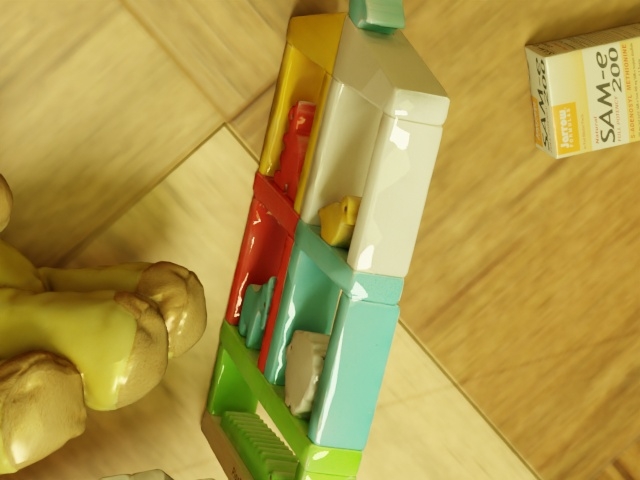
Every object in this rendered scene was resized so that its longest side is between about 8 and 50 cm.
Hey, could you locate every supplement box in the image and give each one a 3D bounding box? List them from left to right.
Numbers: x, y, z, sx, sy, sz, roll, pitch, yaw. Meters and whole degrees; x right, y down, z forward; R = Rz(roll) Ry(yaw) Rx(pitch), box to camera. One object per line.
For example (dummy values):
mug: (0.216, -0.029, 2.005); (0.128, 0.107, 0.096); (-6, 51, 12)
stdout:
supplement box: (0.171, -0.089, 1.066); (0.098, 0.036, 0.062); (-13, 109, -11)

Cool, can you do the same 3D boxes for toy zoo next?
toy zoo: (0.000, 0.000, 0.962); (0.030, 0.192, 0.293); (9, 103, -19)

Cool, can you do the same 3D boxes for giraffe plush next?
giraffe plush: (-0.188, 0.017, 0.952); (0.210, 0.181, 0.170); (-18, 103, 27)

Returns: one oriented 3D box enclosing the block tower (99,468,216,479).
block tower: (-0.208, 0.186, 0.943); (0.335, 0.091, 0.097); (-10, 68, 10)
